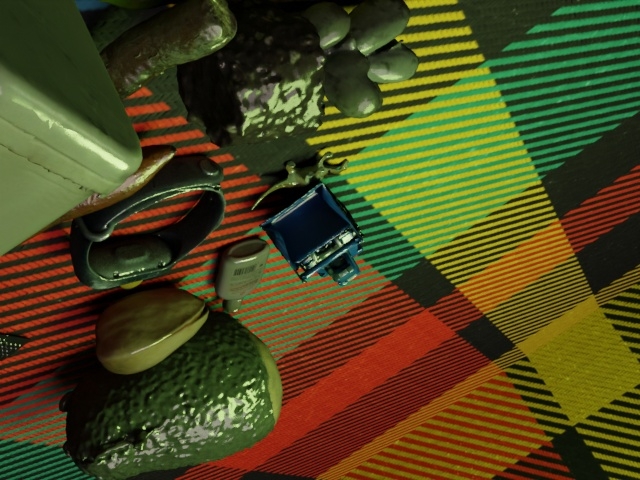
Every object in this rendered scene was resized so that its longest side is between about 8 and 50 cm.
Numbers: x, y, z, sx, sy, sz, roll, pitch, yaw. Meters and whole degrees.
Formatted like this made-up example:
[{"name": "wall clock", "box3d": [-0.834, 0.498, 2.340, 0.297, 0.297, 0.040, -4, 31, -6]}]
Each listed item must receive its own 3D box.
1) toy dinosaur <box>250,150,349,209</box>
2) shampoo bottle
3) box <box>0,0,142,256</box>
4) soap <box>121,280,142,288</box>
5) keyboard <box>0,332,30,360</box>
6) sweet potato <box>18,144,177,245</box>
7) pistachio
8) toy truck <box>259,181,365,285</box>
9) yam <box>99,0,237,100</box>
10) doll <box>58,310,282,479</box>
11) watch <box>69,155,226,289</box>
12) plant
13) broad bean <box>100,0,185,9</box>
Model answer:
[{"name": "toy dinosaur", "box3d": [-0.022, -0.092, 1.326, 0.180, 0.037, 0.058, -16, 147, -30]}, {"name": "shampoo bottle", "box3d": [-0.127, 0.059, 1.483, 0.080, 0.040, 0.165, -19, 153, -26]}, {"name": "box", "box3d": [-0.334, -0.103, 0.591, 0.343, 0.352, 0.177, -35, 155, 12]}, {"name": "soap", "box3d": [-0.276, 0.050, 1.331, 0.034, 0.012, 0.089, -34, 155, 5]}, {"name": "keyboard", "box3d": [-0.478, 0.136, 1.270, 0.063, 0.010, 0.198, -37, 155, 16]}, {"name": "sweet potato", "box3d": [-0.285, -0.050, 1.093, 0.264, 0.057, 0.057, -24, 155, 0]}, {"name": "pistachio", "box3d": [-0.247, 0.126, 1.386, 0.185, 0.108, 0.126, -29, -163, -38]}, {"name": "toy truck", "box3d": [0.000, 0.000, 1.402, 0.113, 0.126, 0.208, -35, 159, 6]}, {"name": "yam", "box3d": [-0.198, -0.162, 0.921, 0.252, 0.061, 0.061, -25, 158, 18]}, {"name": "doll", "box3d": [-0.239, 0.254, 1.513, 0.349, 0.247, 0.247, -23, 154, -24]}, {"name": "watch", "box3d": [-0.221, -0.023, 1.201, 0.206, 0.068, 0.193, -10, 144, -45]}, {"name": "plant", "box3d": [-0.012, -0.191, 1.023, 0.274, 0.149, 0.146, -17, 152, -34]}, {"name": "broad bean", "box3d": [-0.156, -0.244, 0.888, 0.297, 0.043, 0.060, -11, 140, -35]}]
